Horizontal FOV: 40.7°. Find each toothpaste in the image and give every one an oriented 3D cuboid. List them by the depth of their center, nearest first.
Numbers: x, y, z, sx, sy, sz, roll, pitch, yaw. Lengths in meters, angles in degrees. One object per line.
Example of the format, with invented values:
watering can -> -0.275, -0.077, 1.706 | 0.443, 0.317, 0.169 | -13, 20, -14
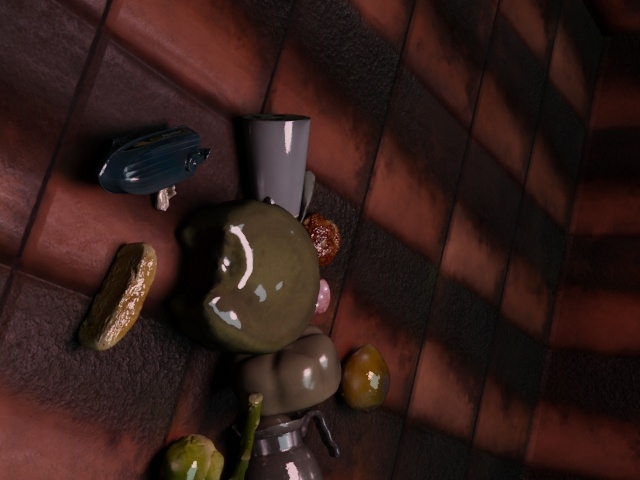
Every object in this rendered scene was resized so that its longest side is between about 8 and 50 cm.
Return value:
toothpaste -> -0.038, -0.116, 2.159 | 0.218, 0.041, 0.064 | -84, -167, -56

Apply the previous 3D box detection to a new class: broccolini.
broccolini -> -0.205, 0.517, 1.934 | 0.074, 0.079, 0.392 | -20, 127, -60

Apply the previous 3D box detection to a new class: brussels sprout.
brussels sprout -> -0.289, 0.501, 1.881 | 0.155, 0.118, 0.155 | 47, 30, -38

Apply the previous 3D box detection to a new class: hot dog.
hot dog -> -0.397, 0.117, 1.732 | 0.073, 0.084, 0.242 | 46, 56, -43

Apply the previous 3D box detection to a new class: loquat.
loquat -> 0.124, 0.385, 2.403 | 0.152, 0.152, 0.195 | 10, 77, -53

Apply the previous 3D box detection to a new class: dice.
dice -> -0.036, 0.141, 2.204 | 0.093, 0.094, 0.091 | -4, 97, -52

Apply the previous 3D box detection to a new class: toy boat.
toy boat -> -0.353, -0.158, 1.732 | 0.296, 0.122, 0.114 | -30, 136, -59

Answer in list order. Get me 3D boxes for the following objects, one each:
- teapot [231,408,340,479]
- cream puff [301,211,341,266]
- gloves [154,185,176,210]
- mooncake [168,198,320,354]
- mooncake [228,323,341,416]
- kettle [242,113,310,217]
teapot -> -0.072, 0.515, 2.057 | 0.305, 0.223, 0.285 | -10, 90, -19
cream puff -> 0.000, 0.000, 2.250 | 0.149, 0.084, 0.148 | -5, 96, -55
gloves -> -0.336, -0.093, 1.836 | 0.081, 0.037, 0.044 | -60, 155, 1
mooncake -> -0.168, 0.083, 1.932 | 0.351, 0.187, 0.351 | 4, 84, -41
mooncake -> -0.086, 0.294, 2.017 | 0.275, 0.275, 0.135 | -33, 122, -47
kettle -> -0.102, -0.181, 2.075 | 0.210, 0.160, 0.243 | -59, 152, -72
